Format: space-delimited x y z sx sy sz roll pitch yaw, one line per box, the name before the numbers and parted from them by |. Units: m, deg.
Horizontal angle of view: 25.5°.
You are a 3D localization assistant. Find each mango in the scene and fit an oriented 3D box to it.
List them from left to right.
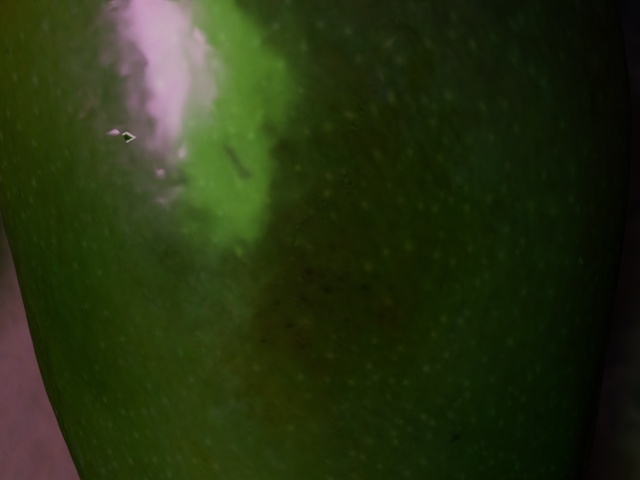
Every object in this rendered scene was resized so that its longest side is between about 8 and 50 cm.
mango | 0.000 0.000 0.486 0.225 0.201 0.382 -10 92 23
